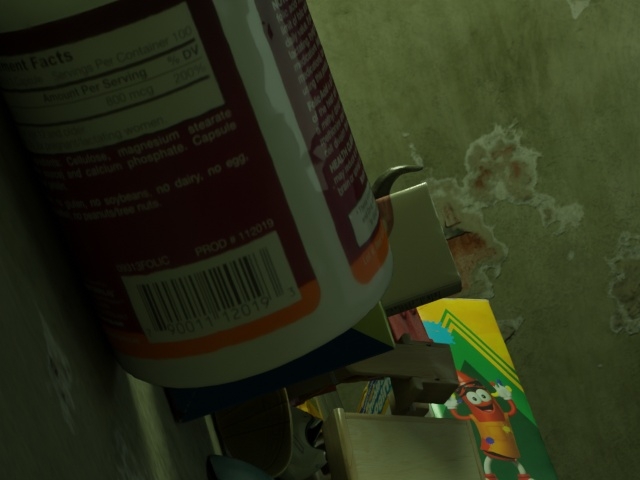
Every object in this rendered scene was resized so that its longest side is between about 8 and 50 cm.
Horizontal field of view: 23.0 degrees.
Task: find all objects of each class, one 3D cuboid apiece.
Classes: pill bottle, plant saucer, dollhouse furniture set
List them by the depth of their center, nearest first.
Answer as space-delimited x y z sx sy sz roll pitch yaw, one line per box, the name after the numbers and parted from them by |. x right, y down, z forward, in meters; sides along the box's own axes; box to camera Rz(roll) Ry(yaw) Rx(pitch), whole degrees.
-0.109 -0.115 1.101 0.224 0.224 0.392 -106 177 -70 | pill bottle
-0.035 0.270 1.455 0.195 0.037 0.195 57 -1 2 | plant saucer
0.035 0.329 1.881 0.355 0.174 0.303 123 -35 -46 | dollhouse furniture set
0.065 0.257 2.089 0.152 0.201 0.374 -17 86 -52 | dollhouse furniture set

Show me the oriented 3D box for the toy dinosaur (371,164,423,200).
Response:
0.000 0.000 2.034 0.121 0.314 0.160 74 -7 -76 | toy dinosaur

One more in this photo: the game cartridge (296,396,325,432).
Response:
-0.048 0.205 2.487 0.285 0.053 0.323 65 4 -73 | game cartridge

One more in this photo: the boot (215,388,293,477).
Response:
-0.070 0.169 1.655 0.165 0.077 0.213 72 -3 -64 | boot

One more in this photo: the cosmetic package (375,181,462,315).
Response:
0.009 0.045 1.865 0.153 0.296 0.129 63 8 -81 | cosmetic package

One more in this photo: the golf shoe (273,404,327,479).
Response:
-0.038 0.227 1.899 0.176 0.086 0.069 -110 178 -49 | golf shoe

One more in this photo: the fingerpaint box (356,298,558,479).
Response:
0.167 0.366 2.293 0.371 0.163 0.444 -107 -155 -48 | fingerpaint box

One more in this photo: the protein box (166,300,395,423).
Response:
-0.047 0.065 1.433 0.201 0.200 0.136 45 26 -88 | protein box
